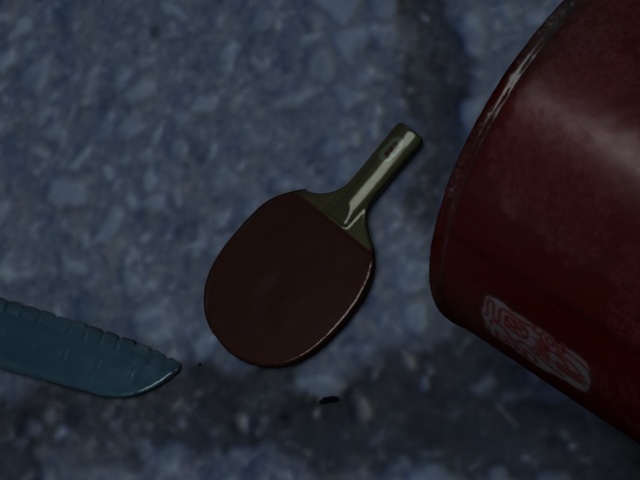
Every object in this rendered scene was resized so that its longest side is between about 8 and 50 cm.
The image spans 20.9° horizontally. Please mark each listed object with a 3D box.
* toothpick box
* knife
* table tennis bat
[{"bbox_3d":[0.236,0.036,0.740,0.333,0.204,0.204,35,86,27],"label":"toothpick box"},{"bbox_3d":[-0.221,0.047,1.008,0.313,0.019,0.044,13,74,21],"label":"knife"},{"bbox_3d":[0.000,0.000,0.945,0.087,0.013,0.156,39,89,29],"label":"table tennis bat"}]
